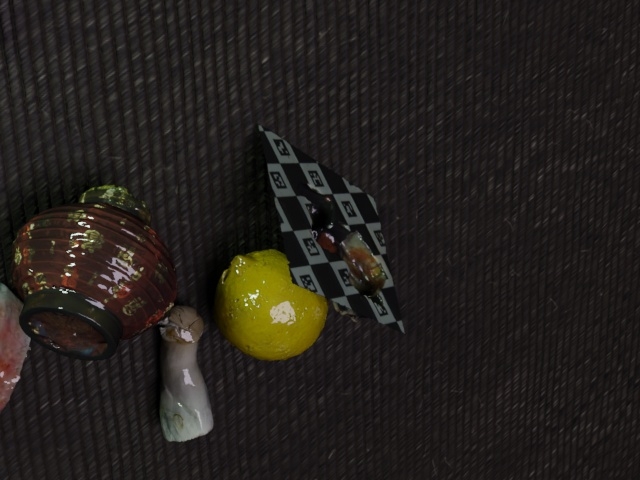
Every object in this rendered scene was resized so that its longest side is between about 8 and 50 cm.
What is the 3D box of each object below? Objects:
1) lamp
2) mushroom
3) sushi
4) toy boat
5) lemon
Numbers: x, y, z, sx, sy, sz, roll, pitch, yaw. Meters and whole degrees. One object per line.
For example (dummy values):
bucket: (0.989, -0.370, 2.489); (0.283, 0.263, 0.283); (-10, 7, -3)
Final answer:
lamp: (-0.314, 0.041, 1.807); (0.247, 0.247, 0.247); (-16, 119, -30)
mushroom: (-0.217, 0.206, 2.038); (0.081, 0.092, 0.223); (-6, 108, -16)
sushi: (0.000, 0.000, 2.030); (0.059, 0.294, 0.292); (-31, 141, 28)
toy boat: (-0.542, 0.125, 1.777); (0.282, 0.096, 0.206); (21, 84, -27)
lemon: (-0.080, 0.100, 2.035); (0.173, 0.173, 0.206); (-47, 121, -9)
